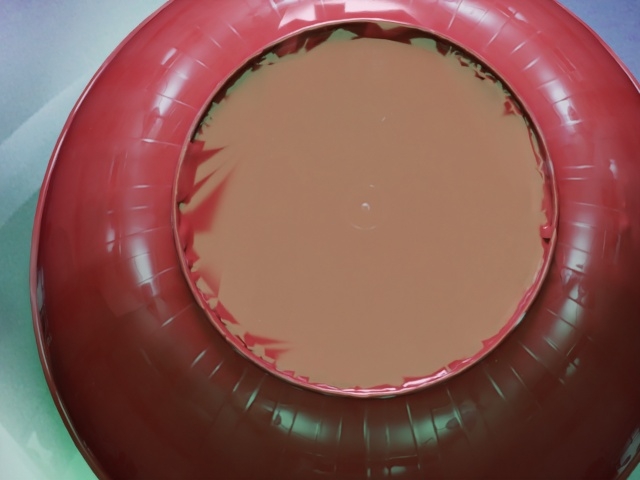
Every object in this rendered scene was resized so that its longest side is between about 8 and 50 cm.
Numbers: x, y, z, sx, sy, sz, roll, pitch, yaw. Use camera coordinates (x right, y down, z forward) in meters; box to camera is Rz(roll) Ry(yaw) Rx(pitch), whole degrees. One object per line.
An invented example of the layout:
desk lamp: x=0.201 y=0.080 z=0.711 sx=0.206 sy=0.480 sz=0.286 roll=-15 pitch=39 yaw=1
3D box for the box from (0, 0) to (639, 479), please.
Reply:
box: x=0.000 y=0.000 z=0.625 sx=0.296 sy=0.183 sz=0.294 roll=-31 pitch=82 yaw=-3

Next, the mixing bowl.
mixing bowl: x=0.011 y=-0.001 z=0.483 sx=0.181 sy=0.098 sz=0.181 roll=0 pitch=81 yaw=0
